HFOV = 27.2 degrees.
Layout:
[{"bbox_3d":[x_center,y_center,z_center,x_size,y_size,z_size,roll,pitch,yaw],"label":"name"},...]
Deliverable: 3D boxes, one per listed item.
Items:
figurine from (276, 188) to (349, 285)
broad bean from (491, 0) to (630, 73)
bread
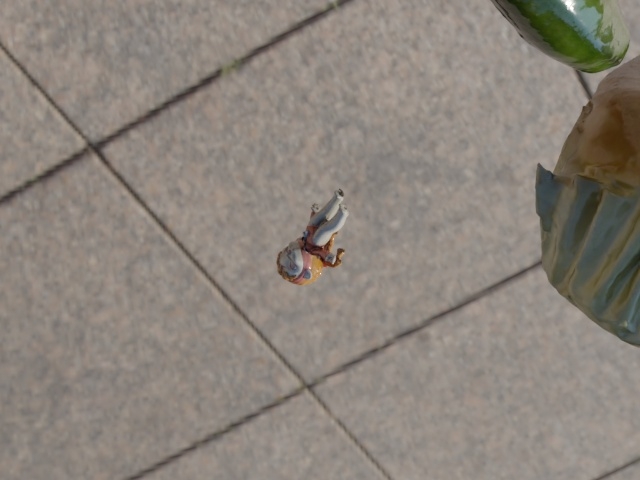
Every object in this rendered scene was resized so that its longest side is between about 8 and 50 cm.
[{"bbox_3d":[0.000,0.000,1.161,0.047,0.064,0.109,6,140,-28],"label":"figurine"},{"bbox_3d":[0.063,-0.134,0.544,0.046,0.065,0.254,-44,140,15],"label":"broad bean"},{"bbox_3d":[0.310,-0.049,0.989,0.236,0.388,0.183,33,122,12],"label":"bread"}]
